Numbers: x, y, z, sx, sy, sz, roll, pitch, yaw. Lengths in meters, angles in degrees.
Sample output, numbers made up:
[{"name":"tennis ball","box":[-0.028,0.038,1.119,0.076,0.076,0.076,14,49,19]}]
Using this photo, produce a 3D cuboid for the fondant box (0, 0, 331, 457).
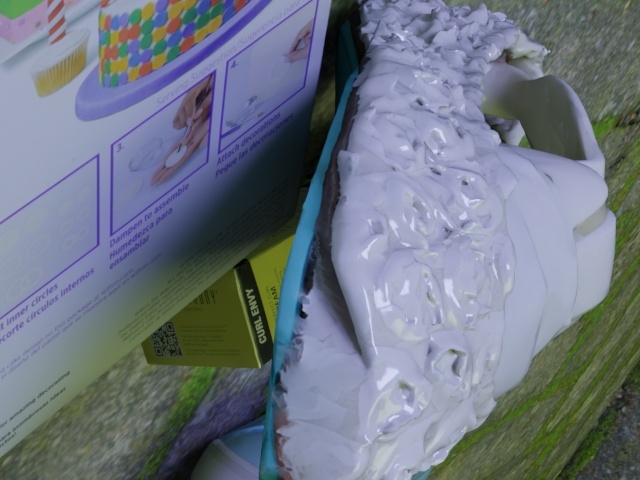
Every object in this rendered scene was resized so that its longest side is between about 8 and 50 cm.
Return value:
[{"name":"fondant box","box":[-0.102,-0.068,0.469,0.238,0.096,0.330,-40,158,-31]}]

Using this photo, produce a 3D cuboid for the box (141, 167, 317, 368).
[{"name":"box","box":[0.000,0.000,0.811,0.232,0.087,0.058,-32,112,-48]}]

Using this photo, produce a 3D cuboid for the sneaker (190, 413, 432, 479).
[{"name":"sneaker","box":[0.016,0.137,1.072,0.150,0.135,0.366,-64,167,5]}]

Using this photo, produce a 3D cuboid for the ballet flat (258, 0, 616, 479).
[{"name":"ballet flat","box":[0.060,-0.026,0.616,0.147,0.147,0.409,-61,-172,25]}]
